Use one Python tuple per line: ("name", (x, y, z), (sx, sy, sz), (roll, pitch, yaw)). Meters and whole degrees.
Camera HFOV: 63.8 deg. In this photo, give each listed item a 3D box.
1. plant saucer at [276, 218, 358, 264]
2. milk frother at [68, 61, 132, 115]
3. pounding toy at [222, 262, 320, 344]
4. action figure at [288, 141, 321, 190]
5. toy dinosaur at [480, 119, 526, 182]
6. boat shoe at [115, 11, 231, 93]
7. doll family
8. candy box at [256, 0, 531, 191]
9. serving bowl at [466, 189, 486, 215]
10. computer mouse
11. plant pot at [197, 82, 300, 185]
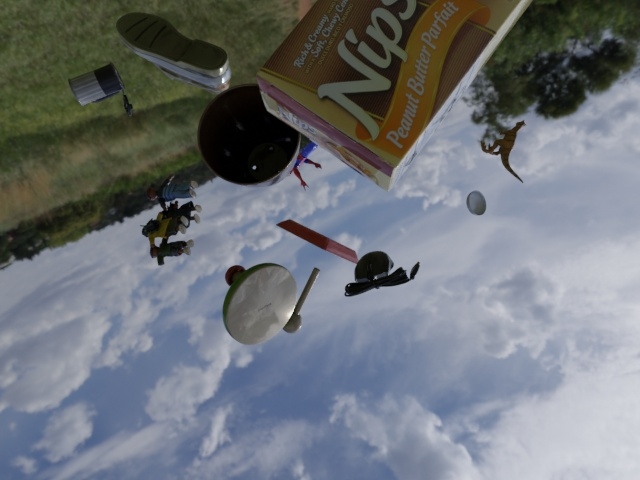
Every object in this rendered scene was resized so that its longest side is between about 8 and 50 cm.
("plant saucer", (0.000, 0.000, 1.936), (0.259, 0.258, 0.048), (28, -88, 37))
("milk frother", (-0.645, -0.428, 1.527), (0.134, 0.143, 0.129), (-24, 158, -5))
("pounding toy", (-0.135, 0.121, 1.133), (0.236, 0.183, 0.110), (5, -164, -46))
("action figure", (-0.021, -0.291, 1.820), (0.280, 0.139, 0.091), (-36, -174, 32))
("toy dinosaur", (0.480, -0.241, 1.339), (0.112, 0.064, 0.212), (-6, -127, 45))
("boat shoe", (-0.348, -0.432, 1.211), (0.113, 0.302, 0.103), (-55, 166, -23))
("doll family", (-0.311, -0.046, 1.046), (0.111, 0.076, 0.193), (-7, -127, 22))
("candy box", (0.097, -0.237, 0.587), (0.316, 0.183, 0.087), (-53, 170, -8))
("serving bowl", (0.497, -0.118, 1.658), (0.083, 0.083, 0.027), (-35, -169, -34))
("computer mouse", (0.166, 0.062, 1.317), (0.184, 0.060, 0.262), (-15, -171, 21))
("plant pot", (-0.137, -0.206, 1.165), (0.215, 0.215, 0.230), (-23, 172, 2))
